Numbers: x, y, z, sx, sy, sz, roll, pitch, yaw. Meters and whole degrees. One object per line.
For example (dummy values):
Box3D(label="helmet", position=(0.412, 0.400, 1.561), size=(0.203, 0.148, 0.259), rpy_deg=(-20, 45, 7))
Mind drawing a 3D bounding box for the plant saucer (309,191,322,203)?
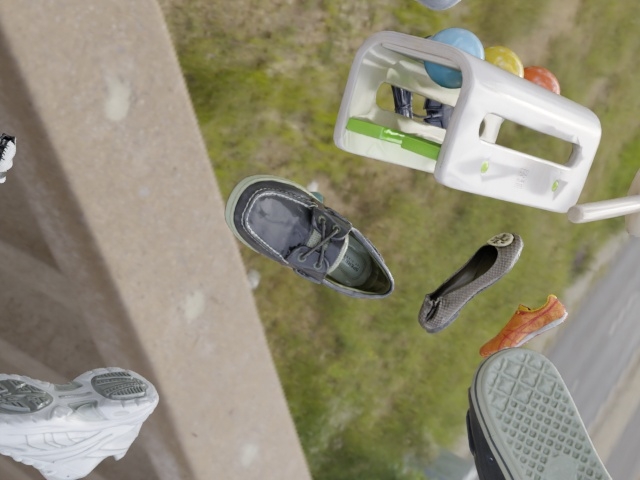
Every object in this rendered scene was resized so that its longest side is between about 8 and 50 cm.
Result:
Box3D(label="plant saucer", position=(-0.044, -0.038, 1.664), size=(0.021, 0.119, 0.119), rpy_deg=(37, 76, -25))

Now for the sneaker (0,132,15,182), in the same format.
Box3D(label="sneaker", position=(-0.404, -0.104, 1.233), size=(0.040, 0.109, 0.044), rpy_deg=(19, 109, -16))

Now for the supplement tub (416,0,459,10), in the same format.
Box3D(label="supplement tub", position=(0.075, -0.471, 1.311), size=(0.338, 0.207, 0.207), rpy_deg=(28, 83, -13))

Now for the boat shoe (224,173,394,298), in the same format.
Box3D(label="boat shoe", position=(0.000, 0.001, 0.986), size=(0.223, 0.073, 0.080), rpy_deg=(32, 86, -47))

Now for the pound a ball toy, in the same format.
Box3D(label="pound a ball toy", position=(0.196, -0.102, 0.928), size=(0.319, 0.208, 0.136), rpy_deg=(6, 103, -52))

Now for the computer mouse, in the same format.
Box3D(label="computer mouse", position=(0.200, -0.250, 1.615), size=(0.262, 0.060, 0.184), rpy_deg=(-22, 115, -33))

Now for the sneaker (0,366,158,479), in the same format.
Box3D(label="sneaker", position=(-0.273, 0.197, 0.981), size=(0.232, 0.090, 0.115), rpy_deg=(3, 113, -39))

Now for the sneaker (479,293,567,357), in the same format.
Box3D(label="sneaker", position=(0.358, 0.155, 1.783), size=(0.175, 0.067, 0.064), rpy_deg=(-34, 170, 13))

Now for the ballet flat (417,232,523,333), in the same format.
Box3D(label="ballet flat", position=(0.259, 0.062, 1.733), size=(0.250, 0.084, 0.058), rpy_deg=(-41, 111, -15))

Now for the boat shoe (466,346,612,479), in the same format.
Box3D(label="boat shoe", position=(0.334, 0.399, 1.400), size=(0.186, 0.500, 0.156), rpy_deg=(-16, 165, -12))
